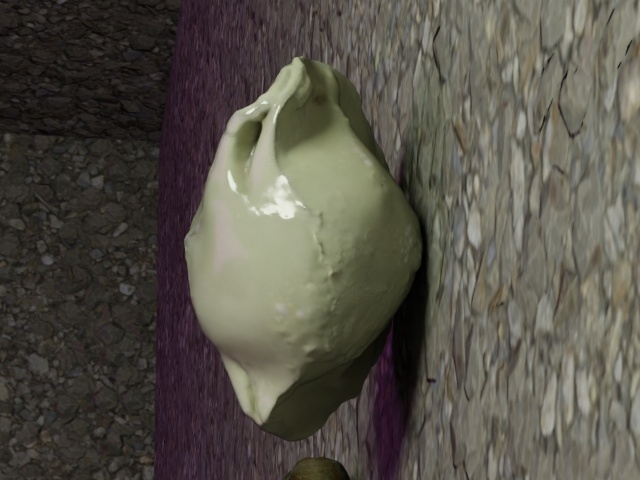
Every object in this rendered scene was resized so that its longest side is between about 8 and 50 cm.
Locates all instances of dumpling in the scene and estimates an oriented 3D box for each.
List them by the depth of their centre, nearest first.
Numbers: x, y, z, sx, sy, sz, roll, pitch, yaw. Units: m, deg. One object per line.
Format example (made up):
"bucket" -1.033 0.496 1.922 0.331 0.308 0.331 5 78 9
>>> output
"dumpling" 0.000 0.000 1.255 0.193 0.147 0.258 -32 -57 -50

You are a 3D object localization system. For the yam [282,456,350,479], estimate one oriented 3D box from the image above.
"yam" 0.009 0.250 1.351 0.253 0.061 0.061 -103 18 -58
